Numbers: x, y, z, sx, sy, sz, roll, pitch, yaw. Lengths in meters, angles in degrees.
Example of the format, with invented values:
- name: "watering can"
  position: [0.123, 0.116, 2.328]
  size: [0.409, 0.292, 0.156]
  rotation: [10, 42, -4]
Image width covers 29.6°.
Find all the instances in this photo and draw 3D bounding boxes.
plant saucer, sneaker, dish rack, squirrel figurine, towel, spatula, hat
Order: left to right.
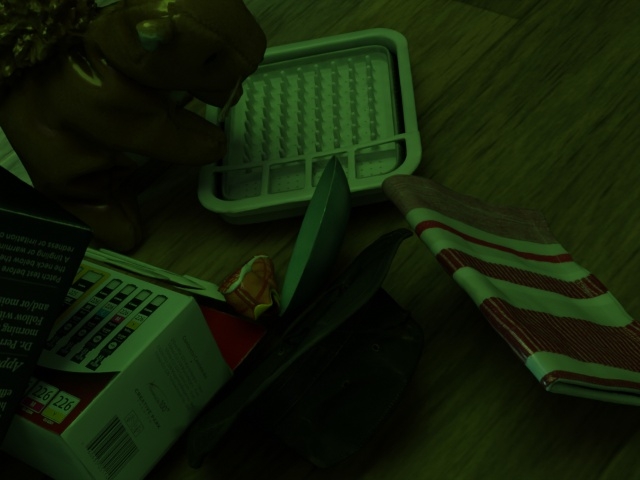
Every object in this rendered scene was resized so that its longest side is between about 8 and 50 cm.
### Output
- name: "squirrel figurine"
  position: [-0.262, -0.236, 1.442]
  size: [0.370, 0.397, 0.281]
  rotation: [-33, 28, 55]
- name: "spatula"
  position: [-0.225, 0.033, 1.445]
  size: [0.242, 0.168, 0.019]
  rotation: [15, 90, 37]
- name: "sneaker"
  position: [-0.077, 0.059, 1.396]
  size: [0.064, 0.067, 0.175]
  rotation: [-42, 3, 11]
- name: "dish rack"
  position: [-0.010, -0.144, 1.602]
  size: [0.285, 0.072, 0.333]
  rotation: [-10, 44, 8]
- name: "plant saucer"
  position: [0.000, 0.000, 1.375]
  size: [0.037, 0.195, 0.195]
  rotation: [19, 48, -6]
- name: "hat"
  position: [0.014, 0.140, 1.246]
  size: [0.134, 0.331, 0.331]
  rotation: [45, 62, -4]
- name: "towel"
  position: [0.225, 0.048, 1.252]
  size: [0.237, 0.037, 0.329]
  rotation: [12, 29, -37]

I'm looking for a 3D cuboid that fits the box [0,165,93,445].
- name: "box"
  position: [-0.552, 0.082, 1.226]
  size: [0.480, 0.297, 0.472]
  rotation: [30, 98, 37]

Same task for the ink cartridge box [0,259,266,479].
- name: "ink cartridge box"
  position: [-0.263, 0.114, 1.352]
  size: [0.309, 0.130, 0.272]
  rotation: [15, 51, 39]
